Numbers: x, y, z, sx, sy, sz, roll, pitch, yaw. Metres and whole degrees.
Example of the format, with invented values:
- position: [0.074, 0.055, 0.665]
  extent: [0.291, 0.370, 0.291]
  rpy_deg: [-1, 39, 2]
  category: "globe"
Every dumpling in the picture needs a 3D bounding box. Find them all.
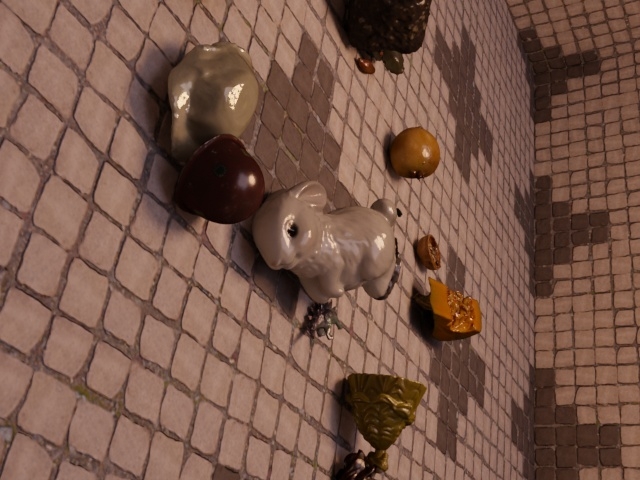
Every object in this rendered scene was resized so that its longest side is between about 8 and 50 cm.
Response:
- position: [-0.185, -0.247, 1.331]
  extent: [0.250, 0.132, 0.162]
  rpy_deg: [-59, 144, -29]
  category: "dumpling"

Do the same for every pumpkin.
- position: [0.344, 0.206, 2.237]
  extent: [0.248, 0.126, 0.131]
  rpy_deg: [30, 49, -36]
  category: "pumpkin"

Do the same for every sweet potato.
- position: [0.125, -0.461, 2.081]
  extent: [0.095, 0.034, 0.034]
  rpy_deg: [16, 69, -58]
  category: "sweet potato"

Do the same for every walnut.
- position: [0.310, 0.037, 2.276]
  extent: [0.121, 0.052, 0.091]
  rpy_deg: [63, 31, -35]
  category: "walnut"

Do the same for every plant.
- position: [0.169, -0.577, 2.029]
  extent: [0.312, 0.213, 0.215]
  rpy_deg: [109, -11, -65]
  category: "plant"

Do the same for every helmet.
- position: [-0.149, -0.081, 1.310]
  extent: [0.155, 0.106, 0.175]
  rpy_deg: [-49, 158, -9]
  category: "helmet"

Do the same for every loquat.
- position: [0.261, -0.238, 2.168]
  extent: [0.163, 0.137, 0.163]
  rpy_deg: [-1, 90, -77]
  category: "loquat"

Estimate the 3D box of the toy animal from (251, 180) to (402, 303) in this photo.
- position: [0.008, -0.008, 1.580]
  extent: [0.357, 0.193, 0.258]
  rpy_deg: [27, 71, -46]
  category: "toy animal"

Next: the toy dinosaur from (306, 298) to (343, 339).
- position: [0.004, 0.172, 1.662]
  extent: [0.209, 0.039, 0.082]
  rpy_deg: [-36, 111, -71]
  category: "toy dinosaur"

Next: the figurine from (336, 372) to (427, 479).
- position: [0.116, 0.458, 1.688]
  extent: [0.168, 0.187, 0.315]
  rpy_deg: [44, 54, -56]
  category: "figurine"
